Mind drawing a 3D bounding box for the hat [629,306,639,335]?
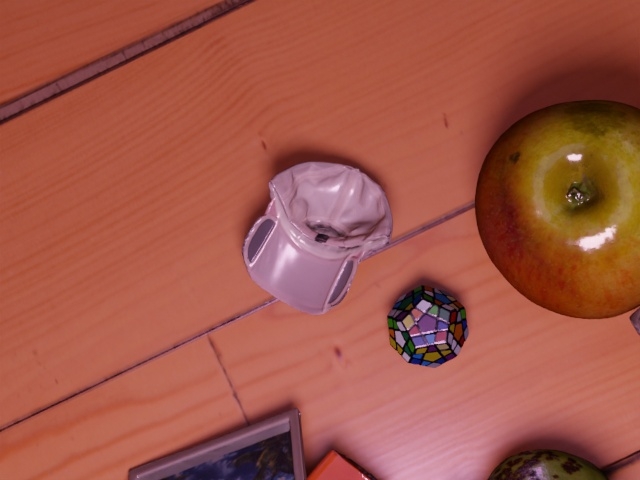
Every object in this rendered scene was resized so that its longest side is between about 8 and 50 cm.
[{"bbox_3d":[0.578,0.102,1.432,0.244,0.149,0.214,-48,43,-7],"label":"hat"}]

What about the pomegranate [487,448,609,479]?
[{"bbox_3d":[0.319,0.428,1.464,0.271,0.254,0.254,13,81,21],"label":"pomegranate"}]

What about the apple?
[{"bbox_3d":[0.403,-0.050,1.506,0.340,0.339,0.339,-1,80,6],"label":"apple"}]

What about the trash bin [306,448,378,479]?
[{"bbox_3d":[0.006,0.455,1.531,0.184,0.161,0.238,38,82,11],"label":"trash bin"}]

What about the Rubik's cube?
[{"bbox_3d":[0.172,0.138,1.591,0.133,0.133,0.112,27,109,10],"label":"Rubik's cube"}]

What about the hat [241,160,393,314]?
[{"bbox_3d":[0.000,0.000,1.656,0.219,0.164,0.226,30,123,10],"label":"hat"}]

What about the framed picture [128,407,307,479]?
[{"bbox_3d":[-0.163,0.401,1.532,0.315,0.024,0.232,-24,39,12],"label":"framed picture"}]
